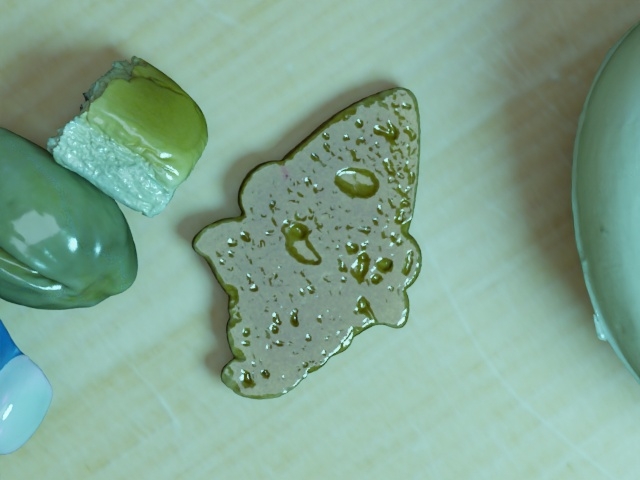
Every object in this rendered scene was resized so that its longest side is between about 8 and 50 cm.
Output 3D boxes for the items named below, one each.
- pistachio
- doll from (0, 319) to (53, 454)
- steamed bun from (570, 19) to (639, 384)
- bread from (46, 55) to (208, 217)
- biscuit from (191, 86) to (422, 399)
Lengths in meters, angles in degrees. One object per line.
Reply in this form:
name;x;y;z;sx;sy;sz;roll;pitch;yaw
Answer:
pistachio;-0.226;-0.016;1.440;0.185;0.124;0.124;43;88;7
doll;-0.389;0.132;1.375;0.310;0.240;0.284;-42;119;-17
steamed bun;0.353;-0.016;1.369;0.334;0.334;0.374;-16;96;-3
bread;-0.141;-0.084;1.437;0.106;0.125;0.082;29;114;0
biscuit;0.000;0.000;1.484;0.183;0.043;0.280;27;84;-6
